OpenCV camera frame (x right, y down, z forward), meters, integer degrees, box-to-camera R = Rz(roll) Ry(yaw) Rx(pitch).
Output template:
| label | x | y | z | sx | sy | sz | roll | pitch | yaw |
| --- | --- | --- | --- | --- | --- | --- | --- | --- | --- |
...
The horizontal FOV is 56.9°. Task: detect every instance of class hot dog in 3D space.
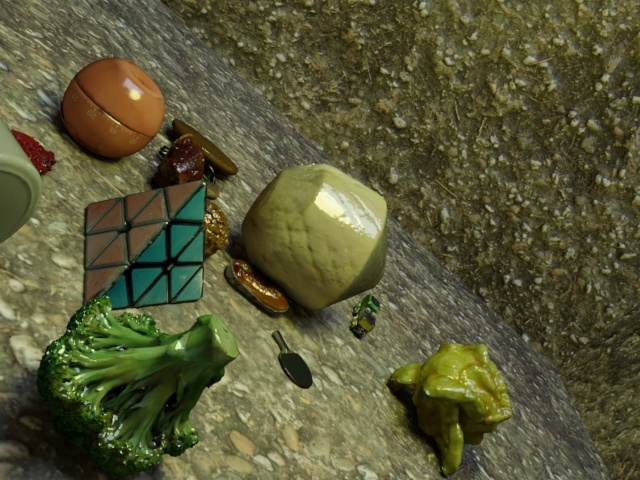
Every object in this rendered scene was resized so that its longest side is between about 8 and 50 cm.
| label | x | y | z | sx | sy | sz | roll | pitch | yaw |
| --- | --- | --- | --- | --- | --- | --- | --- | --- | --- |
| hot dog | -0.157 | 0.116 | 1.491 | 0.191 | 0.059 | 0.108 | 37 | 15 | -16 |

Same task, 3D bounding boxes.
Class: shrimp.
| label | x | y | z | sx | sy | sz | roll | pitch | yaw |
| --- | --- | --- | --- | --- | --- | --- | --- | --- | --- |
| shrimp | -0.376 | -0.212 | 1.737 | 0.219 | 0.046 | 0.152 | 41 | 19 | -21 |

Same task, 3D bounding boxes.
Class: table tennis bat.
| label | x | y | z | sx | sy | sz | roll | pitch | yaw |
| --- | --- | --- | --- | --- | --- | --- | --- | --- | --- |
| table tennis bat | -0.069 | 0.279 | 1.391 | 0.095 | 0.014 | 0.158 | 13 | 38 | -57 |

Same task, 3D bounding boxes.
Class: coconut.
| label | x | y | z | sx | sy | sz | roll | pitch | yaw |
| --- | --- | --- | --- | --- | --- | --- | --- | --- | --- |
| coconut | 0.000 | 0.000 | 1.594 | 0.416 | 0.344 | 0.415 | 25 | -21 | 10 |

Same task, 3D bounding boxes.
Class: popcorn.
| label | x | y | z | sx | sy | sz | roll | pitch | yaw |
| --- | --- | --- | --- | --- | --- | --- | --- | --- | --- |
| popcorn | 0.372 | 0.427 | 1.615 | 0.325 | 0.290 | 0.321 | 54 | 4 | -48 |

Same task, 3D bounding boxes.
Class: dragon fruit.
| label | x | y | z | sx | sy | sz | roll | pitch | yaw |
| --- | --- | --- | --- | --- | --- | --- | --- | --- | --- |
| dragon fruit | -0.600 | -0.175 | 1.190 | 0.131 | 0.063 | 0.097 | -40 | 118 | -72 |

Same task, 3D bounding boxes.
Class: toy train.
| label | x | y | z | sx | sy | sz | roll | pitch | yaw |
| --- | --- | --- | --- | --- | --- | --- | --- | --- | --- |
| toy train | 0.141 | 0.232 | 1.843 | 0.060 | 0.081 | 0.202 | 44 | 18 | -6 |

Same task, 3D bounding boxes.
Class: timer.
| label | x | y | z | sx | sy | sz | roll | pitch | yaw |
| --- | --- | --- | --- | --- | --- | --- | --- | --- | --- |
| timer | -0.503 | -0.320 | 1.441 | 0.229 | 0.215 | 0.229 | 46 | 13 | -14 |

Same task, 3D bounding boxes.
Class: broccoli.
| label | x | y | z | sx | sy | sz | roll | pitch | yaw |
| --- | --- | --- | --- | --- | --- | --- | --- | --- | --- |
| broccoli | -0.244 | 0.182 | 0.816 | 0.253 | 0.269 | 0.269 | 65 | 22 | 10 |

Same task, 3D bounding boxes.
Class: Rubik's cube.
| label | x | y | z | sx | sy | sz | roll | pitch | yaw |
| --- | --- | --- | --- | --- | --- | --- | --- | --- | --- |
| Rubik's cube | -0.342 | 0.015 | 1.164 | 0.229 | 0.228 | 0.233 | -3 | -5 | -18 |

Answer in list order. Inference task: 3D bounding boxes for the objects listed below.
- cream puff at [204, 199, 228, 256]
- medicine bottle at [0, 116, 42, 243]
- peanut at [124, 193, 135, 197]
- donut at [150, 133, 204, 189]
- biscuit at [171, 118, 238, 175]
| label | x | y | z | sx | sy | sz | roll | pitch | yaw |
| --- | --- | --- | --- | --- | --- | --- | --- | --- | --- |
| cream puff | -0.292 | -0.041 | 1.438 | 0.165 | 0.115 | 0.150 | 43 | 21 | -2 |
| medicine bottle | -0.557 | -0.114 | 0.830 | 0.231 | 0.238 | 0.238 | 52 | 19 | 14 |
| peanut | -0.405 | -0.064 | 1.307 | 0.076 | 0.076 | 0.152 | 35 | -1 | -28 |
| donut | -0.358 | -0.191 | 1.560 | 0.144 | 0.126 | 0.187 | 35 | 42 | 13 |
| biscuit | -0.371 | -0.295 | 1.893 | 0.262 | 0.037 | 0.262 | 40 | 6 | -5 |
